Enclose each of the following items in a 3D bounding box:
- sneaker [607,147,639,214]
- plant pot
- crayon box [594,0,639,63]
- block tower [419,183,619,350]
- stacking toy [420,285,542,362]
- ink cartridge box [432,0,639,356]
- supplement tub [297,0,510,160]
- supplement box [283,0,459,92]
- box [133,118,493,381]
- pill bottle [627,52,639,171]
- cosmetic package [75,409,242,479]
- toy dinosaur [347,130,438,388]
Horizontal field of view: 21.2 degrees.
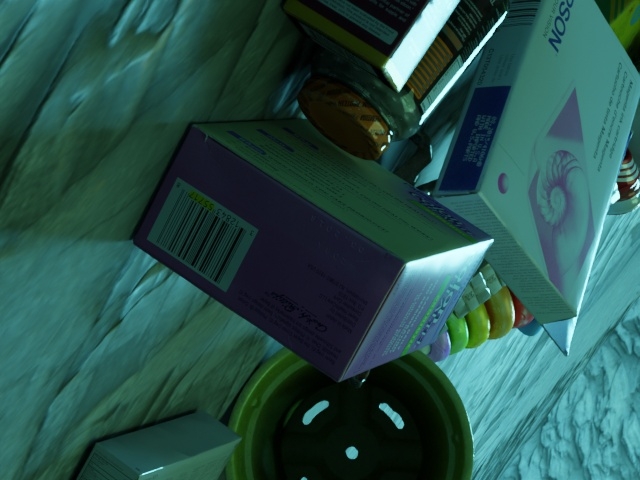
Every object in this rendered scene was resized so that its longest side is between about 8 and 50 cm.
[{"bbox_3d":[0.308,-0.096,2.239,0.128,0.221,0.087,68,22,-44],"label":"sneaker"},{"bbox_3d":[0.034,0.247,1.997,0.276,0.276,0.254,-55,175,-4],"label":"plant pot"},{"bbox_3d":[0.334,-0.246,2.165,0.318,0.081,0.202,-44,159,-36],"label":"crayon box"},{"bbox_3d":[0.217,-0.006,2.088,0.335,0.097,0.091,-38,154,-3],"label":"block tower"},{"bbox_3d":[0.151,0.096,2.225,0.302,0.175,0.165,-32,159,-25],"label":"stacking toy"},{"bbox_3d":[0.266,-0.091,1.867,0.330,0.071,0.324,46,54,-41],"label":"ink cartridge box"},{"bbox_3d":[0.071,-0.170,1.508,0.190,0.117,0.117,-51,162,-16],"label":"supplement tub"},{"bbox_3d":[0.068,-0.232,1.407,0.188,0.104,0.081,-56,164,-2],"label":"supplement box"},{"bbox_3d":[0.000,0.000,1.455,0.117,0.213,0.243,-62,163,16],"label":"box"},{"bbox_3d":[0.496,-0.216,2.260,0.278,0.162,0.162,-52,163,-26],"label":"pill bottle"},{"bbox_3d":[-0.168,0.235,1.687,0.099,0.060,0.239,-58,164,12],"label":"cosmetic package"},{"bbox_3d":[0.076,0.006,1.845,0.296,0.127,0.200,-44,159,-48],"label":"toy dinosaur"}]
